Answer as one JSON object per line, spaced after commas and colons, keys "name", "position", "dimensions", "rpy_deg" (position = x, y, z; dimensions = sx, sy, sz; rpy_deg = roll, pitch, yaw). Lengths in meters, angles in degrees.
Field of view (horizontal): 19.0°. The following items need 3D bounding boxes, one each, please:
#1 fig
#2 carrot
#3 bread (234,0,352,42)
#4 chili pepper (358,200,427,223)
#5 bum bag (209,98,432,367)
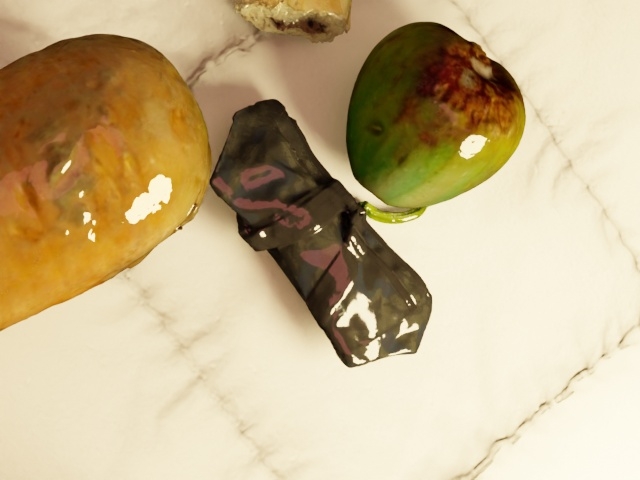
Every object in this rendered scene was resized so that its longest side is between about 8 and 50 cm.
{"name": "fig", "position": [0.112, -0.121, 1.949], "dimensions": [0.181, 0.181, 0.191], "rpy_deg": [43, 92, -11]}
{"name": "carrot", "position": [-0.271, -0.046, 1.739], "dimensions": [0.340, 0.224, 0.224], "rpy_deg": [-28, 93, -23]}
{"name": "bread", "position": [-0.026, -0.262, 1.959], "dimensions": [0.125, 0.082, 0.106], "rpy_deg": [11, 67, -11]}
{"name": "chili pepper", "position": [0.078, -0.032, 1.996], "dimensions": [0.083, 0.017, 0.030], "rpy_deg": [4, 78, -22]}
{"name": "bum bag", "position": [0.000, 0.000, 1.928], "dimensions": [0.310, 0.074, 0.137], "rpy_deg": [51, 57, -8]}
